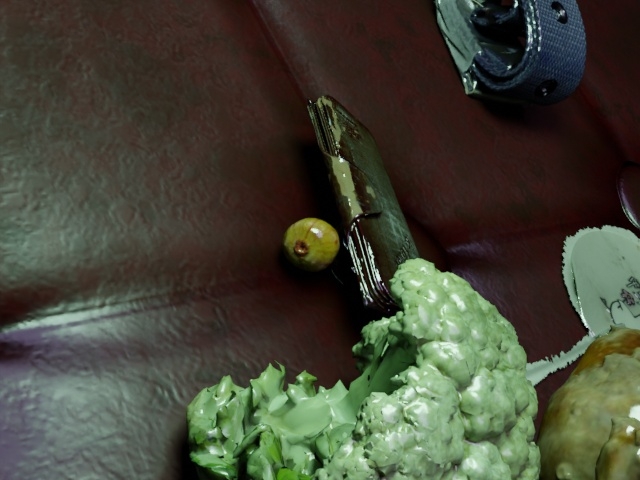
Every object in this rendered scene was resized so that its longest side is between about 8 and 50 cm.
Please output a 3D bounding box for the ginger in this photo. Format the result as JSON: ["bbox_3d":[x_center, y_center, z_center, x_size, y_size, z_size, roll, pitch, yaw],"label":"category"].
[{"bbox_3d":[0.245,0.194,0.800,0.375,0.176,0.256,50,39,-62],"label":"ginger"}]

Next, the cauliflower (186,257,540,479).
[{"bbox_3d":[0.027,0.152,0.726,0.250,0.275,0.272,1,63,12],"label":"cauliflower"}]

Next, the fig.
[{"bbox_3d":[0.000,0.000,0.930,0.050,0.050,0.083,51,30,8],"label":"fig"}]

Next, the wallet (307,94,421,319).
[{"bbox_3d":[0.051,-0.027,0.973,0.122,0.031,0.232,29,39,-54],"label":"wallet"}]

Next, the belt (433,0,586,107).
[{"bbox_3d":[0.234,-0.267,1.269,0.126,0.139,0.231,7,51,-41],"label":"belt"}]

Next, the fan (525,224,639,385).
[{"bbox_3d":[0.309,0.099,1.113,0.414,0.012,0.233,-19,70,-46],"label":"fan"}]
